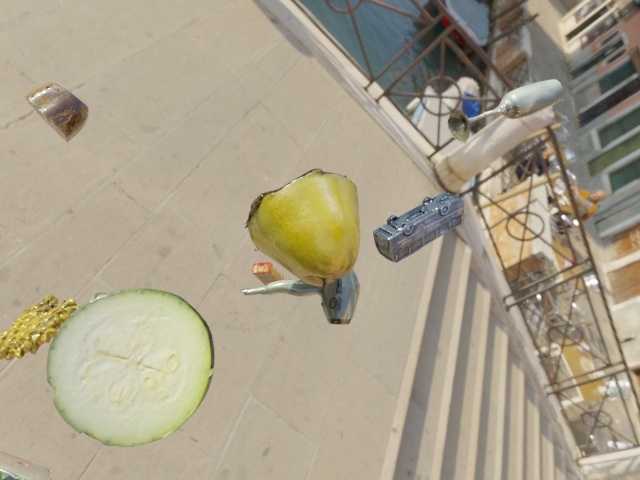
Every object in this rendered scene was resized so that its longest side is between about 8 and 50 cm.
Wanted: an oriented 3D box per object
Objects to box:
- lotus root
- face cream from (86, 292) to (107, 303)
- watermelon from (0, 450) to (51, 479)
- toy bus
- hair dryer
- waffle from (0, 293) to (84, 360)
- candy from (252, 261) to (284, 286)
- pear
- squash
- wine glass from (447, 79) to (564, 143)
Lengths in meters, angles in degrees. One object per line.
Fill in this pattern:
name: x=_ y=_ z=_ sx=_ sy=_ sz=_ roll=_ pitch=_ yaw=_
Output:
lotus root: x=-0.543 y=-0.271 z=1.031 sx=0.112 sy=0.122 sz=0.081 roll=42 pitch=76 yaw=-19
face cream: x=-0.569 y=0.246 z=1.328 sx=0.177 sy=0.153 sz=0.177 roll=39 pitch=0 yaw=0
watermelon: x=-0.635 y=0.516 z=0.974 sx=0.256 sy=0.260 sz=0.176 roll=28 pitch=-4 yaw=32
toy bus: x=0.163 y=-0.023 z=0.813 sx=0.166 sy=0.047 sz=0.065 roll=-28 pitch=125 yaw=-22
hair dryer: x=-0.026 y=0.054 z=1.146 sx=0.267 sy=0.092 sz=0.229 roll=18 pitch=83 yaw=4
waffle: x=-0.895 y=0.265 z=1.556 sx=0.260 sy=0.293 sz=0.069 roll=-52 pitch=123 yaw=-37
candy: x=-0.169 y=0.112 z=1.625 sx=0.122 sy=0.062 sz=0.038 roll=57 pitch=33 yaw=-57
pear: x=0.001 y=0.001 z=0.979 sx=0.267 sy=0.267 sz=0.178 roll=-3 pitch=49 yaw=-44
squash: x=-0.258 y=0.174 z=0.699 sx=0.219 sy=0.041 sz=0.219 roll=2 pitch=81 yaw=-16
wine glass: x=0.384 y=-0.269 z=1.011 sx=0.262 sy=0.074 sz=0.074 roll=-22 pitch=77 yaw=-16
